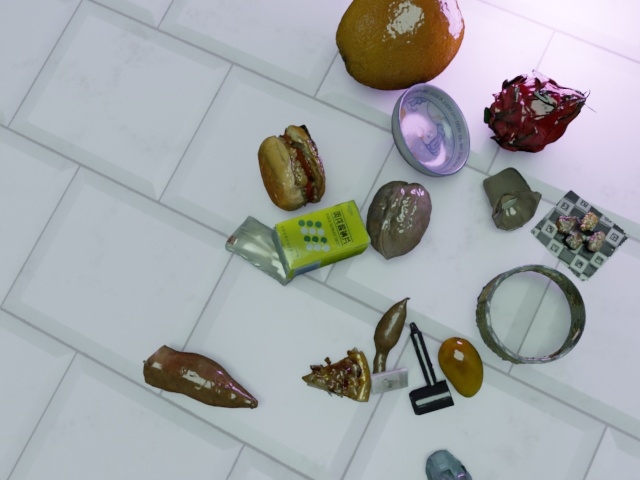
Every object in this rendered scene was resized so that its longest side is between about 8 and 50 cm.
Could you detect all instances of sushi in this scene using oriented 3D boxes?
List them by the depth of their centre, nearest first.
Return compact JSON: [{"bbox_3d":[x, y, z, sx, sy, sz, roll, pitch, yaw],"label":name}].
[{"bbox_3d":[0.732,-0.020,1.724,0.210,0.040,0.193,44,87,11],"label":"sushi"}]

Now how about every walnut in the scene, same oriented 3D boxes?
[{"bbox_3d":[0.214,-0.057,1.722,0.178,0.178,0.230,15,86,8],"label":"walnut"}]

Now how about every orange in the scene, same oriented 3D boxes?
[{"bbox_3d":[0.222,-0.592,1.744,0.357,0.322,0.322,-22,79,10],"label":"orange"}]

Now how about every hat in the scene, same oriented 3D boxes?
[{"bbox_3d":[0.545,-0.123,1.755,0.147,0.085,0.175,-23,56,12],"label":"hat"}]

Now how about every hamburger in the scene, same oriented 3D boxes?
[{"bbox_3d":[-0.082,-0.199,1.740,0.163,0.244,0.244,-17,79,-8],"label":"hamburger"}]

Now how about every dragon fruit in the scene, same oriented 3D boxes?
[{"bbox_3d":[0.601,-0.347,1.692,0.293,0.233,0.234,10,79,43],"label":"dragon fruit"}]

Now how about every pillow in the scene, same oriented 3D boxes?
[{"bbox_3d":[-0.156,0.029,1.795,0.229,0.051,0.128,31,74,8],"label":"pillow"}]

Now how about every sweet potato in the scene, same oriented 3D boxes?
[{"bbox_3d":[-0.326,0.387,1.711,0.336,0.131,0.131,15,82,7],"label":"sweet potato"},{"bbox_3d":[0.181,0.276,1.712,0.074,0.075,0.269,19,93,8],"label":"sweet potato"}]

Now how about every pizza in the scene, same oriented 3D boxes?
[{"bbox_3d":[0.042,0.378,1.704,0.193,0.069,0.154,-5,80,3],"label":"pizza"}]

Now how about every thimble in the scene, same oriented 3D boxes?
[{"bbox_3d":[0.562,0.197,1.646,0.270,0.150,0.271,-1,80,5],"label":"thimble"}]

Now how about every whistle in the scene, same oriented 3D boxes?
[{"bbox_3d":[0.381,0.707,1.573,0.189,0.189,0.348,-28,68,0],"label":"whistle"}]

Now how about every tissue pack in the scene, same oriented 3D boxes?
[{"bbox_3d":[0.190,0.386,1.687,0.108,0.023,0.056,-10,104,-17],"label":"tissue pack"}]

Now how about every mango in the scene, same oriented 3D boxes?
[{"bbox_3d":[0.388,0.341,1.672,0.111,0.089,0.163,-38,88,10],"label":"mango"}]

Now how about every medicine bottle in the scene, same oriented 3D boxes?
[{"bbox_3d":[0.000,0.000,1.719,0.250,0.141,0.137,-18,77,-12],"label":"medicine bottle"}]

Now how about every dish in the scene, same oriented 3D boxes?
[{"bbox_3d":[0.289,-0.299,1.768,0.273,0.134,0.273,10,72,-32],"label":"dish"}]

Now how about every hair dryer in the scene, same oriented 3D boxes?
[{"bbox_3d":[0.276,0.348,1.693,0.114,0.070,0.248,-18,75,2],"label":"hair dryer"}]
